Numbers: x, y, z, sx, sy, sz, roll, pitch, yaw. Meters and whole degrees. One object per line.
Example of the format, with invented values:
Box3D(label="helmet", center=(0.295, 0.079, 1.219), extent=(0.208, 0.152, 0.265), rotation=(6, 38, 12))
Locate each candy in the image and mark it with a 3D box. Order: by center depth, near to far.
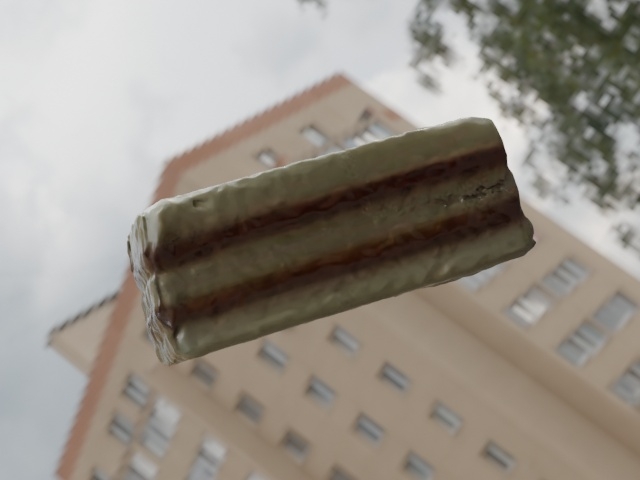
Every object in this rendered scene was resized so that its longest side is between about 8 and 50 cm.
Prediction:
Box3D(label="candy", center=(0.000, 0.000, 1.400), extent=(0.320, 0.135, 0.179), rotation=(-17, -2, -7))
